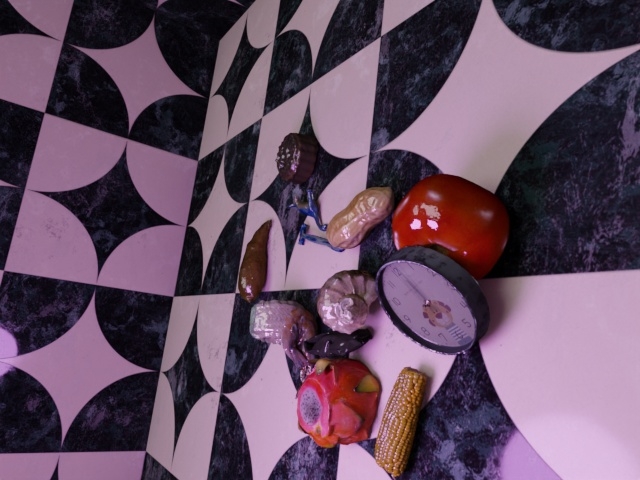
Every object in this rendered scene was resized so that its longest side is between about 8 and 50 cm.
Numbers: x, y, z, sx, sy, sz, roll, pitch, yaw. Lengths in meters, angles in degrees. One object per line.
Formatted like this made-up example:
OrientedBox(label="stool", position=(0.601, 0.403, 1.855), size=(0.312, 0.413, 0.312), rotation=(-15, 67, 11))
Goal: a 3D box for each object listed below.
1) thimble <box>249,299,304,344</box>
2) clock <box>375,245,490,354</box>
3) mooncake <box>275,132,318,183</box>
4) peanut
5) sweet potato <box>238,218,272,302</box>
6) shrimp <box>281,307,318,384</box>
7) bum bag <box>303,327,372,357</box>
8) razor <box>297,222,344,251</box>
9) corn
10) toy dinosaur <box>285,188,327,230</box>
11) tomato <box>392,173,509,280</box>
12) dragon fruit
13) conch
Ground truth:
OrientedBox(label="thimble", position=(-0.169, 0.320, 1.891), size=(0.219, 0.219, 0.150), rotation=(-25, 56, 50))
OrientedBox(label="clock", position=(0.277, 0.159, 1.245), size=(0.313, 0.061, 0.312), rotation=(31, 141, 28))
OrientedBox(label="mooncake", position=(-0.112, -0.368, 2.170), size=(0.228, 0.124, 0.228), rotation=(-25, 59, 51))
OrientedBox(label="peanut", position=(0.136, -0.075, 1.666), size=(0.313, 0.149, 0.149), rotation=(-42, 45, 32))
OrientedBox(label="sweet potato", position=(-0.305, 0.096, 2.287), size=(0.131, 0.131, 0.422), rotation=(-25, 48, 50))
OrientedBox(label="shrimp", position=(-0.073, 0.403, 1.769), size=(0.062, 0.164, 0.316), rotation=(-22, 67, 52))
OrientedBox(label="bum bag", position=(0.058, 0.347, 1.634), size=(0.326, 0.142, 0.079), rotation=(-19, 94, 57))
OrientedBox(label="razor", position=(-0.011, -0.002, 1.928), size=(0.324, 0.056, 0.093), rotation=(19, 99, 56))
OrientedBox(label="corn", position=(0.216, 0.503, 1.344), size=(0.102, 0.102, 0.310), rotation=(11, 88, 58))
OrientedBox(label="toy dinosaur", position=(-0.058, -0.108, 2.043), size=(0.248, 0.075, 0.188), rotation=(-16, 75, 48))
OrientedBox(label="tomato", position=(0.335, -0.042, 1.256), size=(0.299, 0.298, 0.226), rotation=(-15, 29, 54))
OrientedBox(label="dragon fruit", position=(0.030, 0.509, 1.539), size=(0.291, 0.189, 0.290), rotation=(-29, 54, 49))
OrientedBox(label="conch", position=(0.075, 0.175, 1.578), size=(0.210, 0.159, 0.291), rotation=(-54, 21, 7))
